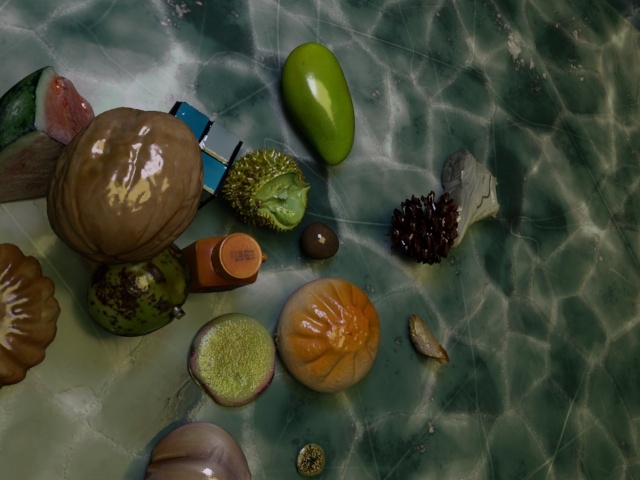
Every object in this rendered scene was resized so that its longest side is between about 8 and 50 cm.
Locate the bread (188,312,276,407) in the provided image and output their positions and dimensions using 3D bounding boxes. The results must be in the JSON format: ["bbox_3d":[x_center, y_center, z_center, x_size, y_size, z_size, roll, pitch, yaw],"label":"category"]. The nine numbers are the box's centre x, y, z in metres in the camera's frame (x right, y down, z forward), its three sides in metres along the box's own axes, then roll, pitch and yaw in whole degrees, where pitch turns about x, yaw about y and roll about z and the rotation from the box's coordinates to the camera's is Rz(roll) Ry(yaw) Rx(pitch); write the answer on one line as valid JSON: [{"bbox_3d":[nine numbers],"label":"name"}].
[{"bbox_3d":[-0.205,0.288,1.408,0.228,0.033,0.229,7,76,-31],"label":"bread"}]

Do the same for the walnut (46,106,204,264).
[{"bbox_3d":[-0.367,-0.108,1.108,0.252,0.277,0.313,28,54,-37],"label":"walnut"}]

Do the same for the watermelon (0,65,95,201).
[{"bbox_3d":[-0.603,-0.201,1.243,0.293,0.250,0.283,68,15,-48],"label":"watermelon"}]

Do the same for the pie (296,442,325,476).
[{"bbox_3d":[-0.025,0.552,1.460,0.084,0.021,0.084,8,75,-30],"label":"pie"}]

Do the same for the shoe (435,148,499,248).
[{"bbox_3d":[0.482,-0.109,1.845,0.210,0.132,0.342,27,63,-20],"label":"shoe"}]

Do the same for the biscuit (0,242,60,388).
[{"bbox_3d":[-0.679,0.146,1.125,0.325,0.107,0.326,5,80,-30],"label":"biscuit"}]

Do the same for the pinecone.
[{"bbox_3d":[0.295,-0.036,1.679,0.221,0.221,0.222,7,75,-29],"label":"pinecone"}]

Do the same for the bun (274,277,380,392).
[{"bbox_3d":[0.035,0.238,1.485,0.298,0.164,0.299,8,74,-28],"label":"bun"}]

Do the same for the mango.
[{"bbox_3d":[-0.001,-0.374,1.607,0.192,0.156,0.343,-18,89,-31],"label":"mango"}]

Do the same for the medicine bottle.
[{"bbox_3d":[-0.226,0.054,1.336,0.149,0.222,0.112,0,79,-31],"label":"medicine bottle"}]

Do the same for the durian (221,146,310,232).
[{"bbox_3d":[-0.137,-0.128,1.439,0.237,0.176,0.200,30,82,-64],"label":"durian"}]

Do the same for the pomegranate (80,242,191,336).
[{"bbox_3d":[-0.403,0.065,1.236,0.277,0.203,0.222,63,30,-8],"label":"pomegranate"}]

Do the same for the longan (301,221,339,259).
[{"bbox_3d":[0.000,0.000,1.560,0.113,0.092,0.114,15,58,-26],"label":"longan"}]

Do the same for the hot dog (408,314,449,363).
[{"bbox_3d":[0.303,0.297,1.688,0.169,0.061,0.078,54,24,14],"label":"hot dog"}]

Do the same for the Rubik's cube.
[{"bbox_3d":[-0.315,-0.192,1.366,0.183,0.180,0.167,31,66,-23],"label":"Rubik's cube"}]

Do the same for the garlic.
[{"bbox_3d":[-0.258,0.485,1.235,0.227,0.110,0.217,7,38,-6],"label":"garlic"}]
